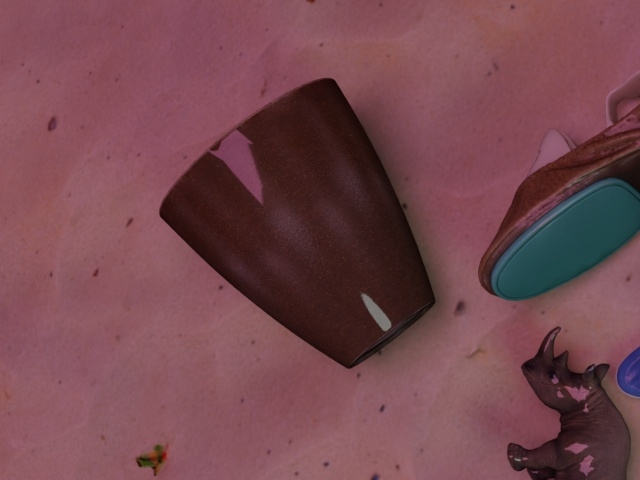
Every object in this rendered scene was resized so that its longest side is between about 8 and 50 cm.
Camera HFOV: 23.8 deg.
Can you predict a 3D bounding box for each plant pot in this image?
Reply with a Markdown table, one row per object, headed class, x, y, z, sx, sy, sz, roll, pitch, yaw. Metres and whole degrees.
| class | x | y | z | sx | sy | sz | roll | pitch | yaw |
| --- | --- | --- | --- | --- | --- | --- | --- | --- | --- |
| plant pot | 0.000 | 0.000 | 1.459 | 0.215 | 0.215 | 0.230 | -41 | 81 | 15 |

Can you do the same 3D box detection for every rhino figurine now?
| class | x | y | z | sx | sy | sz | roll | pitch | yaw |
| --- | --- | --- | --- | --- | --- | --- | --- | --- | --- |
| rhino figurine | 0.229 | 0.198 | 1.365 | 0.106 | 0.073 | 0.243 | -11 | 80 | 30 |

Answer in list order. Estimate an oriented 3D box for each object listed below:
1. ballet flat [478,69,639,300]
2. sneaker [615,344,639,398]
| class | x | y | z | sx | sy | sz | roll | pitch | yaw |
| --- | --- | --- | --- | --- | --- | --- | --- | --- | --- |
| ballet flat | 0.275 | -0.080 | 1.382 | 0.342 | 0.116 | 0.124 | -38 | 47 | 16 |
| sneaker | 0.323 | 0.100 | 1.330 | 0.152 | 0.084 | 0.058 | -16 | 75 | 24 |
